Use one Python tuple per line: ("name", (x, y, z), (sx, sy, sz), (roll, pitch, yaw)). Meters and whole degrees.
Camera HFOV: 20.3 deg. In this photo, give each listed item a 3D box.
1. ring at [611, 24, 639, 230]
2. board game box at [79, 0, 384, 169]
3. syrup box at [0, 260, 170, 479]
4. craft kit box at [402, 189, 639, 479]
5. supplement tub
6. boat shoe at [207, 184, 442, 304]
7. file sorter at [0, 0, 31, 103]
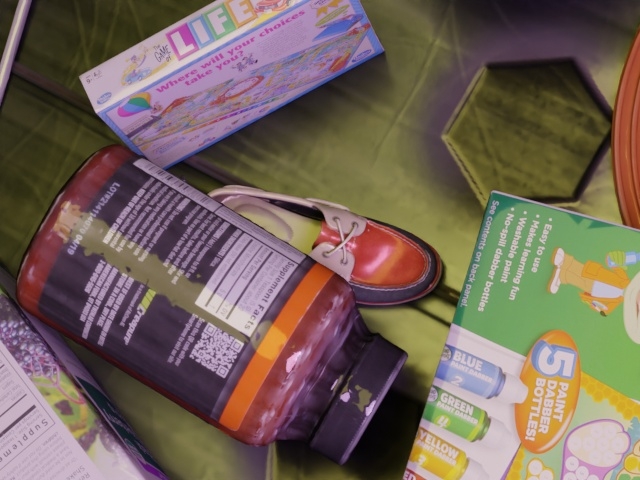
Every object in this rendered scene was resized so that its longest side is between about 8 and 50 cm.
("ring", (0.321, -0.058, 0.938), (0.336, 0.032, 0.336), (-4, 72, 12))
("board game box", (-0.046, -0.099, 1.000), (0.154, 0.103, 0.026), (-28, 69, 3))
("syrup box", (-0.164, 0.105, 0.970), (0.096, 0.093, 0.237), (-41, 68, -2))
("craft kit box", (0.167, 0.125, 0.889), (0.246, 0.061, 0.250), (16, 85, 16))
("supplement tub", (-0.055, 0.039, 0.947), (0.198, 0.106, 0.106), (32, 82, 4))
("boat shoe", (0.000, 0.000, 0.991), (0.137, 0.043, 0.049), (17, 76, 17))
("file sorter", (-0.325, -0.182, 1.049), (0.277, 0.193, 0.173), (13, 80, 17))
